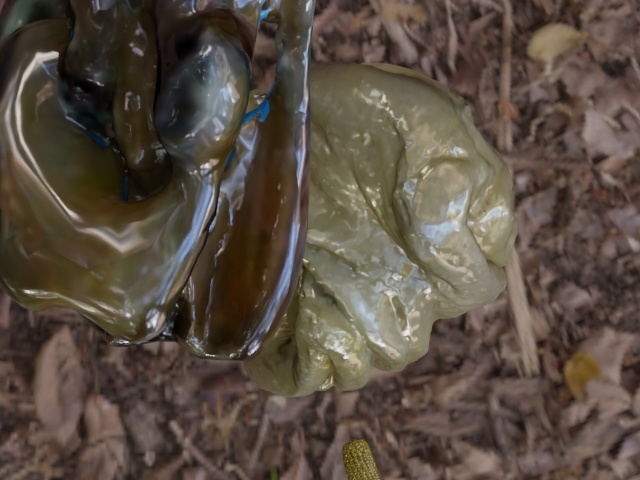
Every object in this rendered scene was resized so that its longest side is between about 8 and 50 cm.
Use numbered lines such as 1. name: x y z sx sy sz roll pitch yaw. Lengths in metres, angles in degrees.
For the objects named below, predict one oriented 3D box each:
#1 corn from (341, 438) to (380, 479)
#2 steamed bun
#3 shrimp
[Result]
1. corn: 0.036 0.194 1.053 0.027 0.028 0.083 -15 88 -10
2. steamed bun: 0.000 0.003 1.211 0.372 0.230 0.325 -6 142 33
3. shrimp: -0.026 -0.181 0.451 0.109 0.446 0.221 6 163 14
